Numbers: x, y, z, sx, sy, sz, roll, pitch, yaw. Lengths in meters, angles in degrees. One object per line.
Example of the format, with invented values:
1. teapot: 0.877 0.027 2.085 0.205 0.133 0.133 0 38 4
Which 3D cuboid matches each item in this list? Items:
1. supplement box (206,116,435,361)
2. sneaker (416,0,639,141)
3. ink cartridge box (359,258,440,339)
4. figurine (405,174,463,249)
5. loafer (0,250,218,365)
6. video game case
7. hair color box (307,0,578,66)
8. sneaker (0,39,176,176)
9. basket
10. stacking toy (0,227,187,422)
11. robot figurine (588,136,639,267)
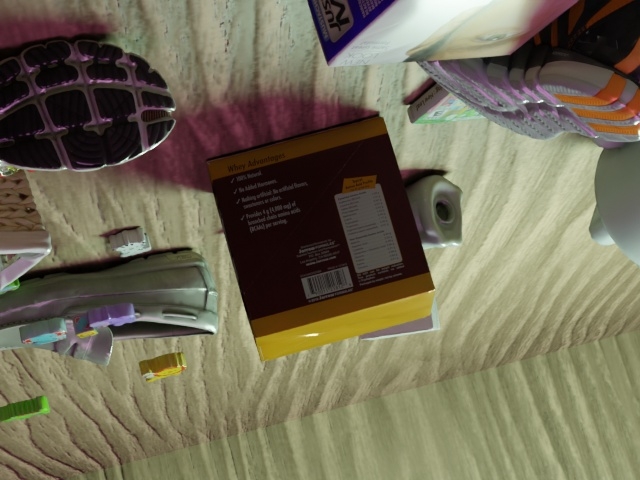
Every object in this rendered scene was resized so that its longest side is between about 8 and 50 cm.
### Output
1. supplement box: 0.000 0.000 1.737 0.191 0.194 0.129 -15 165 -3
2. sneaker: 0.215 -0.186 1.416 0.124 0.180 0.321 36 171 -31
3. ink cartridge box: 0.092 0.069 2.008 0.090 0.092 0.143 -9 176 7
4. figurine: 0.035 -0.012 1.975 0.209 0.092 0.215 -18 168 42
5. loafer: -0.275 0.095 1.965 0.319 0.111 0.112 -12 165 -13
6. video game case: 0.222 -0.170 1.678 0.212 0.023 0.193 -7 163 -30
7. hair color box: 0.145 -0.243 1.174 0.185 0.110 0.339 -8 165 -32
8. sneaker: -0.260 -0.098 1.360 0.279 0.107 0.118 -10 -177 -11
9. basket: -0.349 -0.014 1.509 0.167 0.103 0.113 -4 161 -41
10. stacking toy: -0.273 0.094 1.859 0.221 0.167 0.052 -16 165 3
11. robot figurine: 0.451 -0.081 1.895 0.300 0.200 0.353 27 151 -16
